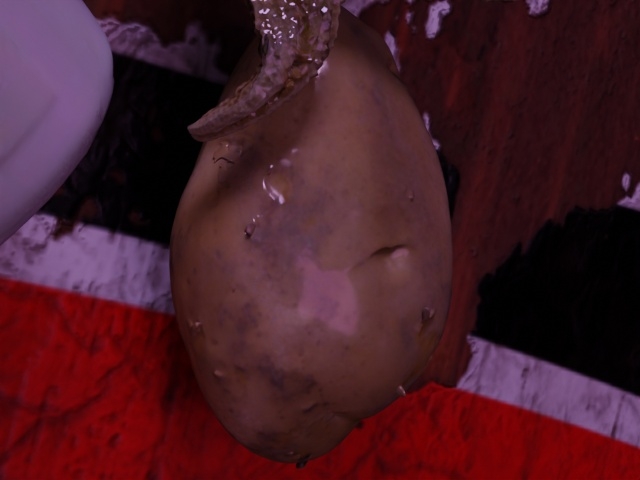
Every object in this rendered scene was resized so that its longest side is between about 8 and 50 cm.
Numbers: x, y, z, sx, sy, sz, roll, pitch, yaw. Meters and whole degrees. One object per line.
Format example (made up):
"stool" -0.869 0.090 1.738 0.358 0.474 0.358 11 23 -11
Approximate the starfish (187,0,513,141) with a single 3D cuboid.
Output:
"starfish" -0.022 -0.165 0.693 0.277 0.062 0.235 -1 76 -12

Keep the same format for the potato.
"potato" 0.004 0.000 0.750 0.161 0.128 0.234 26 77 -42

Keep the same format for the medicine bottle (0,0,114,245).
"medicine bottle" -0.219 -0.120 0.508 0.170 0.170 0.293 -51 128 -19
